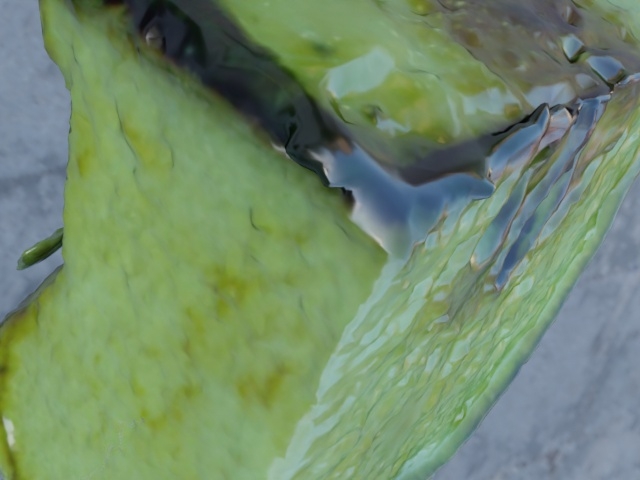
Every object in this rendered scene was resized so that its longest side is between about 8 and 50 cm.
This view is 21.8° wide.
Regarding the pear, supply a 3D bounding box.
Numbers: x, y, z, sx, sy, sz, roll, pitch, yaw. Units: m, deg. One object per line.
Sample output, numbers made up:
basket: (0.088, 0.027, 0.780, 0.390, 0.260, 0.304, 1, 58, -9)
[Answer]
pear: (0.000, 0.000, 0.585, 0.238, 0.164, 0.255, -31, 151, -46)
